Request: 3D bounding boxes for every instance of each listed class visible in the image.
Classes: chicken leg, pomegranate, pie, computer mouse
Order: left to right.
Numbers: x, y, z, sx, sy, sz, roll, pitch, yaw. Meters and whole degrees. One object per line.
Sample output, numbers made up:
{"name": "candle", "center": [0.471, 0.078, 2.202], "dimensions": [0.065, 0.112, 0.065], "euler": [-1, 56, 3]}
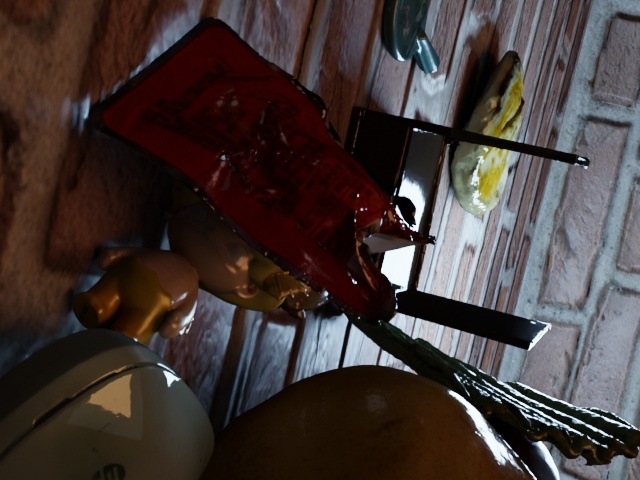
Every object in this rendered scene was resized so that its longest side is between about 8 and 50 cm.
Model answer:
{"name": "computer mouse", "center": [-0.150, 0.171, 0.682], "dimensions": [0.159, 0.097, 0.288], "euler": [-38, 148, -16]}
{"name": "chicken leg", "center": [0.001, 0.007, 1.076], "dimensions": [0.196, 0.080, 0.125], "euler": [-48, 134, -52]}
{"name": "pomegranate", "center": [0.048, 0.344, 0.949], "dimensions": [0.416, 0.416, 0.417], "euler": [14, 90, -70]}
{"name": "pie", "center": [0.329, -0.204, 1.789], "dimensions": [0.339, 0.077, 0.339], "euler": [16, 90, -73]}

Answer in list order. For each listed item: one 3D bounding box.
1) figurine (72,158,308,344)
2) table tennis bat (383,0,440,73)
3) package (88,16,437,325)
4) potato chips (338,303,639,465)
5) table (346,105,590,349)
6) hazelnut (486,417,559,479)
{"name": "figurine", "center": [-0.093, 0.013, 0.777], "dimensions": [0.246, 0.156, 0.131], "euler": [-34, 169, -37]}
{"name": "table tennis bat", "center": [0.126, -0.289, 1.266], "dimensions": [0.124, 0.033, 0.201], "euler": [-69, 154, -13]}
{"name": "package", "center": [-0.026, -0.057, 0.728], "dimensions": [0.071, 0.269, 0.194], "euler": [-41, -172, 33]}
{"name": "potato chips", "center": [0.210, 0.184, 1.220], "dimensions": [0.358, 0.429, 0.070], "euler": [25, 90, -35]}
{"name": "table", "center": [0.178, -0.020, 1.217], "dimensions": [0.196, 0.281, 0.251], "euler": [-2, 106, -69]}
{"name": "hazelnut", "center": [0.152, 0.415, 1.304], "dimensions": [0.421, 0.352, 0.421], "euler": [-46, -173, 7]}
